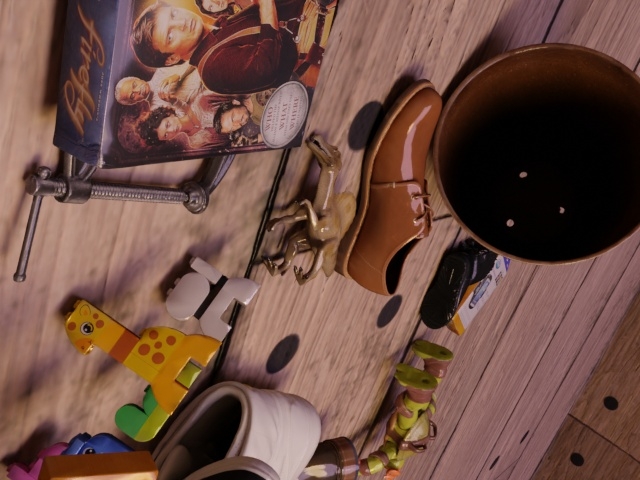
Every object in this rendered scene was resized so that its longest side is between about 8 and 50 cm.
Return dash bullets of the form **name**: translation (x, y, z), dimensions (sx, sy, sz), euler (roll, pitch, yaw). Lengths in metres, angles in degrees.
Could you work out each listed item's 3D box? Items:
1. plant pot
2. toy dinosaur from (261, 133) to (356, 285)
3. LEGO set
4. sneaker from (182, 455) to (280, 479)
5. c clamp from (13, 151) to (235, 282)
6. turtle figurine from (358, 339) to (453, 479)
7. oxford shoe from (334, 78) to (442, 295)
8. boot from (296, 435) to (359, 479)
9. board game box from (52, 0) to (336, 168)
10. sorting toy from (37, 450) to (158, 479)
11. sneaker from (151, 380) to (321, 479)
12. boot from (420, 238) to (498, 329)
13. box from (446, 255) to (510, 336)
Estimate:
- **plant pot**: translation (0.236, -0.066, 0.815), dimensions (0.215, 0.215, 0.230), euler (-56, 165, -1)
- **toy dinosaur**: translation (0.000, 0.000, 0.650), dimensions (0.092, 0.053, 0.183), euler (-40, 147, -30)
- **LEGO set**: translation (-0.142, 0.094, 0.514), dimensions (0.227, 0.093, 0.087), euler (-55, -177, -12)
- **sneaker**: translation (-0.112, 0.264, 0.563), dimensions (0.217, 0.079, 0.121), euler (-43, -163, 21)
- **c clamp**: translation (-0.111, -0.048, 0.472), dimensions (0.160, 0.022, 0.137), euler (-8, 120, -52)
- **turtle figurine**: translation (0.113, 0.258, 1.045), dimensions (0.269, 0.087, 0.217), euler (-24, 138, -44)
- **oxford shoe**: translation (0.080, -0.044, 0.705), dimensions (0.076, 0.076, 0.212), euler (-18, 131, -46)
- **boot**: translation (-0.039, 0.325, 0.925), dimensions (0.106, 0.082, 0.219), euler (-1, 127, -31)
- **board game box**: translation (-0.048, -0.164, 0.403), dimensions (0.165, 0.042, 0.243), euler (-16, 128, -50)
- **sorting toy**: translation (-0.249, 0.170, 0.372), dimensions (0.307, 0.041, 0.229), euler (8, 111, -35)
- **sneaker**: translation (-0.121, 0.261, 0.690), dimensions (0.292, 0.108, 0.169), euler (-63, 150, -8)
- **boot**: translation (0.186, 0.055, 0.999), dimensions (0.099, 0.045, 0.121), euler (-18, 133, -52)
- **box**: translation (0.225, 0.067, 1.085), dimensions (0.136, 0.028, 0.081), euler (-53, 151, -11)
